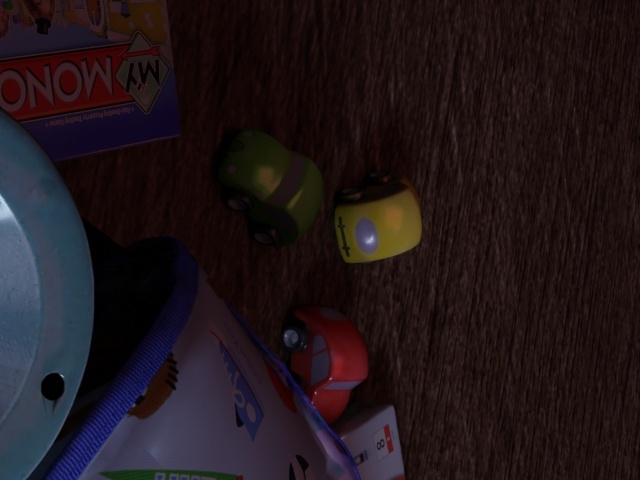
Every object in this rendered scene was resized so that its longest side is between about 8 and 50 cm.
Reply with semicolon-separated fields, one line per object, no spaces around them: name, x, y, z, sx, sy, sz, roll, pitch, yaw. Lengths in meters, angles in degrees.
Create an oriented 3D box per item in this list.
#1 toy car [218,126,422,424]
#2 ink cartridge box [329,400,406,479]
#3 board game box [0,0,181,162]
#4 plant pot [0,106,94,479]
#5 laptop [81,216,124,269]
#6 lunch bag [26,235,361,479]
toy car;0.000;0.000;1.190;0.225;0.053;0.239;51;52;-42
ink cartridge box;0.007;0.223;1.219;0.179;0.045;0.145;-31;115;-52
board game box;-0.210;-0.143;0.904;0.317;0.046;0.213;-18;105;-52
plant pot;-0.237;0.015;0.650;0.271;0.255;0.272;-6;99;-40
laptop;-0.171;0.136;0.995;0.264;0.136;0.234;86;28;-55
lunch bag;-0.102;0.233;0.783;0.328;0.239;0.385;56;50;-23
